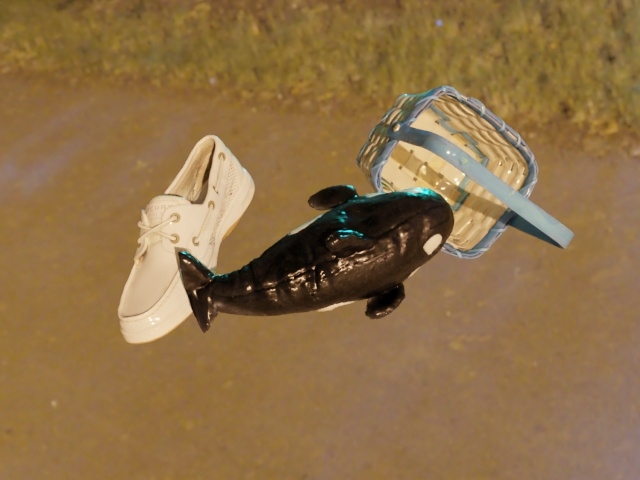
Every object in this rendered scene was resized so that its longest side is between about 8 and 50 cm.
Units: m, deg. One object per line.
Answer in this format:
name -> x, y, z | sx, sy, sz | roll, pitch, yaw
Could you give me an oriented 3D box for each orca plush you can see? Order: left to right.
orca plush -> 0.000, 0.000, 1.228 | 0.287, 0.102, 0.151 | -5, 69, -2

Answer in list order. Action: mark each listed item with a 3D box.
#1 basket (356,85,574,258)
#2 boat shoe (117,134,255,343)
basket -> 0.196, -0.086, 1.696 | 0.201, 0.255, 0.289 | -56, 23, -5
boat shoe -> -0.162, -0.009, 1.343 | 0.098, 0.096, 0.277 | -7, 40, 28
